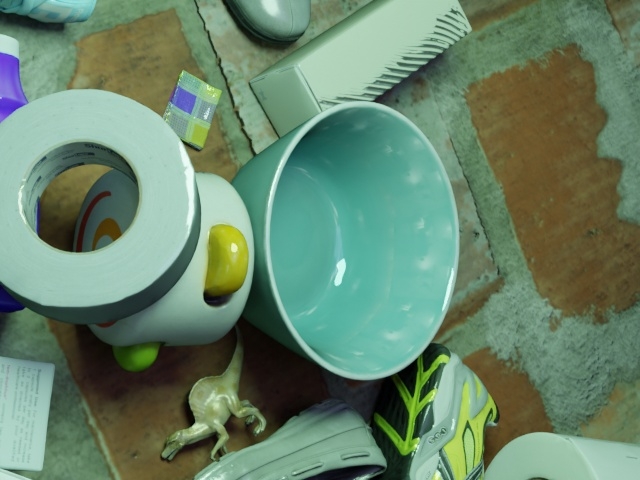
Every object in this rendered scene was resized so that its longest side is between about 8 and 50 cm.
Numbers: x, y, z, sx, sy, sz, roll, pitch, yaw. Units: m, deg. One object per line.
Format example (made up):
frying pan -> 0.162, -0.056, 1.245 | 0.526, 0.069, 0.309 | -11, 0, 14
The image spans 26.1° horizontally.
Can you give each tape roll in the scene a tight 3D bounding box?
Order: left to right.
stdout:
tape roll -> -0.226, -0.032, 1.330 | 0.219, 0.072, 0.219 | 0, 75, 0
tape roll -> 0.329, 0.368, 1.727 | 0.169, 0.246, 0.246 | 12, 76, -33

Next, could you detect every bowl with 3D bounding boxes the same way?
bowl -> 0.000, 0.000, 1.586 | 0.312, 0.163, 0.311 | 0, 90, -44

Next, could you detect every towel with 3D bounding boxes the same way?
towel -> -0.151, -0.152, 1.617 | 0.060, 0.009, 0.083 | 28, 68, -27

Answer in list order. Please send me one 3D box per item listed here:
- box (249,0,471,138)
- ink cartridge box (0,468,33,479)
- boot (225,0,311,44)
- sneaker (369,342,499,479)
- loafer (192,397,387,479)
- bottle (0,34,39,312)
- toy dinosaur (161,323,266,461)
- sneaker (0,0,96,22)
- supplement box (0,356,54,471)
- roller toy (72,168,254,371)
box -> 0.053, -0.229, 1.709 | 0.275, 0.113, 0.094 | -38, 105, -31
ink cartridge box -> -0.300, 0.327, 1.305 | 0.140, 0.082, 0.190 | 25, 62, -20
boot -> -0.033, -0.413, 1.608 | 0.118, 0.223, 0.338 | -10, 89, -36
sneaker -> 0.122, 0.318, 1.654 | 0.147, 0.145, 0.384 | 34, 67, -26
loafer -> -0.057, 0.285, 1.542 | 0.319, 0.112, 0.111 | -28, 63, -34
bottle -> -0.348, -0.069, 1.418 | 0.118, 0.092, 0.282 | 6, 80, -35
toy dinosaur -> -0.106, 0.184, 1.572 | 0.092, 0.053, 0.183 | 42, 62, -21
sneaker -> -0.308, -0.285, 1.454 | 0.366, 0.135, 0.150 | -38, 101, -32
supplement box -> -0.386, 0.161, 1.346 | 0.220, 0.111, 0.113 | 10, 77, -33
roller toy -> -0.162, 0.017, 1.470 | 0.146, 0.209, 0.191 | 2, 50, -34
